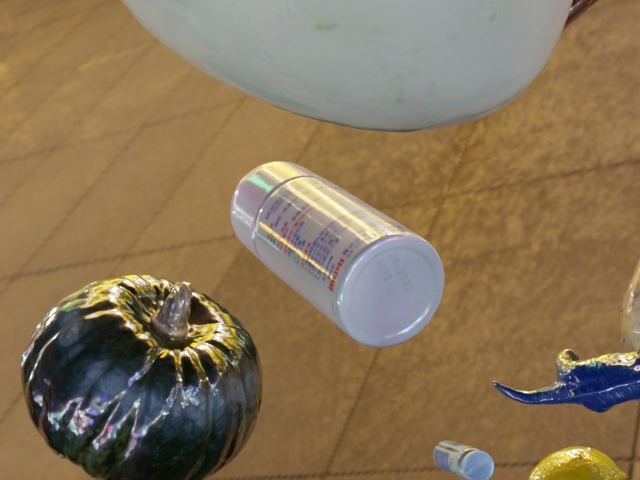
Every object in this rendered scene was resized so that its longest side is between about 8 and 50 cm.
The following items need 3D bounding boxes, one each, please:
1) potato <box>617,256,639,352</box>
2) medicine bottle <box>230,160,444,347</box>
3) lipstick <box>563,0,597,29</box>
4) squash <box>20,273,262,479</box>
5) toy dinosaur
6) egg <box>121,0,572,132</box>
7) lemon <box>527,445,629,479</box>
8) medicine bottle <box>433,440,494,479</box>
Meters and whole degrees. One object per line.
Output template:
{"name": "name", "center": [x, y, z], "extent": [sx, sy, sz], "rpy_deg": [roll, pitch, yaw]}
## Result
{"name": "potato", "center": [0.449, 0.072, 1.396], "extent": [0.128, 0.235, 0.161], "rpy_deg": [9, -1, 15]}
{"name": "medicine bottle", "center": [0.000, 0.000, 1.262], "extent": [0.130, 0.130, 0.341], "rpy_deg": [-34, 31, -13]}
{"name": "lipstick", "center": [0.230, -0.213, 1.012], "extent": [0.176, 0.027, 0.027], "rpy_deg": [-39, 29, -32]}
{"name": "squash", "center": [-0.156, 0.123, 0.975], "extent": [0.172, 0.218, 0.218], "rpy_deg": [-50, 5, 46]}
{"name": "toy dinosaur", "center": [0.292, 0.149, 1.121], "extent": [0.248, 0.075, 0.188], "rpy_deg": [-16, 3, 18]}
{"name": "egg", "center": [0.012, -0.142, 0.600], "extent": [0.286, 0.174, 0.264], "rpy_deg": [-9, 1, -12]}
{"name": "lemon", "center": [0.290, 0.295, 1.253], "extent": [0.133, 0.109, 0.109], "rpy_deg": [-31, 27, 6]}
{"name": "medicine bottle", "center": [0.222, 0.346, 1.714], "extent": [0.051, 0.051, 0.191], "rpy_deg": [-32, 0, -9]}
